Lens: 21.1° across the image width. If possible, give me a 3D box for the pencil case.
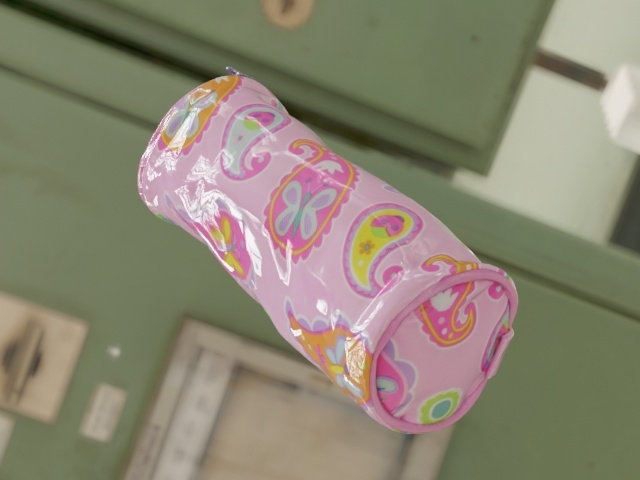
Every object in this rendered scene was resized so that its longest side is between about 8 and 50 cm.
[{"bbox_3d":[0.000,0.000,1.078,0.284,0.124,0.124,41,113,44],"label":"pencil case"}]
